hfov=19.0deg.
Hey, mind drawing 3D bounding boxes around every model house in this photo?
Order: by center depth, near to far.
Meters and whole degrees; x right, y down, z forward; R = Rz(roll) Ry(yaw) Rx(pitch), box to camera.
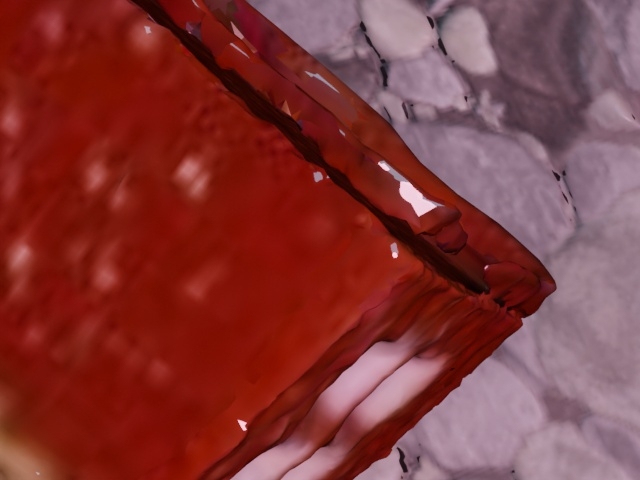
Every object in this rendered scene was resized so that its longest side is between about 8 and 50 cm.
[{"bbox_3d":[-0.087,0.033,0.607,0.196,0.160,0.254,43,93,19],"label":"model house"}]
